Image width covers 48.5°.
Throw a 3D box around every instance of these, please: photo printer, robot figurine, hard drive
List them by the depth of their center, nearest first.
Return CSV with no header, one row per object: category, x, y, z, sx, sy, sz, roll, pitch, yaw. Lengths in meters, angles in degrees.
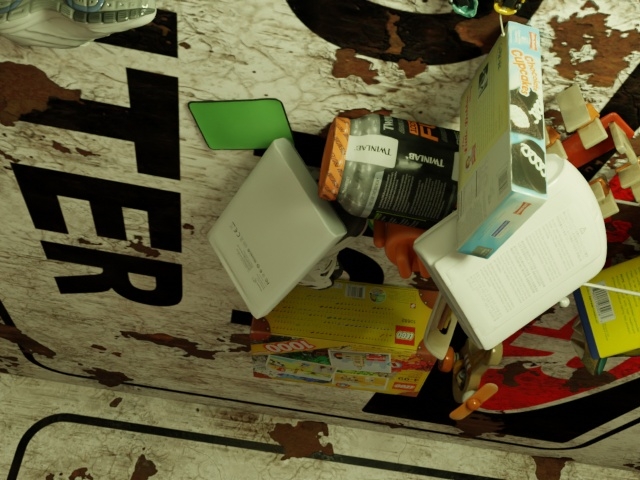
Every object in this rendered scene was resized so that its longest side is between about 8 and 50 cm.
photo printer,0.343,0.015,1.228,0.308,0.107,0.256,-36,122,1
robot figurine,0.199,-0.025,1.451,0.128,0.219,0.158,31,136,-23
hard drive,-0.105,-0.015,1.488,0.047,0.233,0.353,-19,161,-41

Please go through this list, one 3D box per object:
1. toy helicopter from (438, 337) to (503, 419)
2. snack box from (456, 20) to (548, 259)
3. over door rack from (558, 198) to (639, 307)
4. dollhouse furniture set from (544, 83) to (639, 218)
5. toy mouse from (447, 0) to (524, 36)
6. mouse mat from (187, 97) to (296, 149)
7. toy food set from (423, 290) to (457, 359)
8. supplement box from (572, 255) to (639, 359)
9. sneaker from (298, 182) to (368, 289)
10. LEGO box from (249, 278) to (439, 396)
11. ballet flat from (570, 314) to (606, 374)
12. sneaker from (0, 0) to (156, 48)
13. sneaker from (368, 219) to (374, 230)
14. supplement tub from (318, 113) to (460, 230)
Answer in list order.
toy helicopter,0.458,0.392,2.109,0.140,0.234,0.355,10,150,-4
snack box,0.274,-0.154,1.096,0.060,0.321,0.187,13,150,-9
over door rack,0.534,0.011,1.414,0.324,0.239,0.108,4,148,7
dollhouse furniture set,0.443,-0.147,1.312,0.259,0.135,0.262,-32,134,33
toy mouse,0.229,-0.374,1.016,0.143,0.031,0.161,11,150,-7
mouse mat,-0.151,-0.225,1.391,0.190,0.007,0.152,0,150,11
toy food set,0.310,0.077,1.489,0.092,0.219,0.306,20,124,11
supplement box,0.775,0.129,1.565,0.194,0.195,0.356,4,157,-35
sneaker,0.000,-0.001,1.638,0.258,0.169,0.448,20,157,-37
LEGO box,0.061,0.276,2.036,0.501,0.193,0.372,7,150,1
ballet flat,0.753,0.269,1.969,0.123,0.123,0.348,-1,150,14
sneaker,-0.392,-0.364,1.130,0.297,0.110,0.129,3,166,15
sneaker,0.201,0.009,1.620,0.296,0.109,0.124,30,140,-35
supplement tub,0.164,-0.122,1.309,0.316,0.193,0.193,10,151,-7
